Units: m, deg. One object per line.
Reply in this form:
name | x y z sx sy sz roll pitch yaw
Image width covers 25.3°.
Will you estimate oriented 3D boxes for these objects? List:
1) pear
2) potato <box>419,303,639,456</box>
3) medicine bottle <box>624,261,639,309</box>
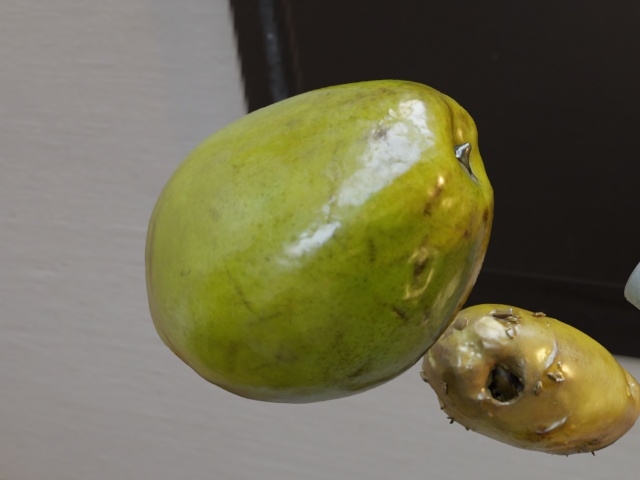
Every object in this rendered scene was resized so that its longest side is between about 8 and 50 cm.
pear | 0.000 0.000 1.156 0.253 0.307 0.253 46 26 -30
potato | 0.226 0.152 1.502 0.300 0.173 0.140 28 73 -44
medicine bottle | 0.393 0.067 1.502 0.080 0.130 0.080 -38 153 -23
